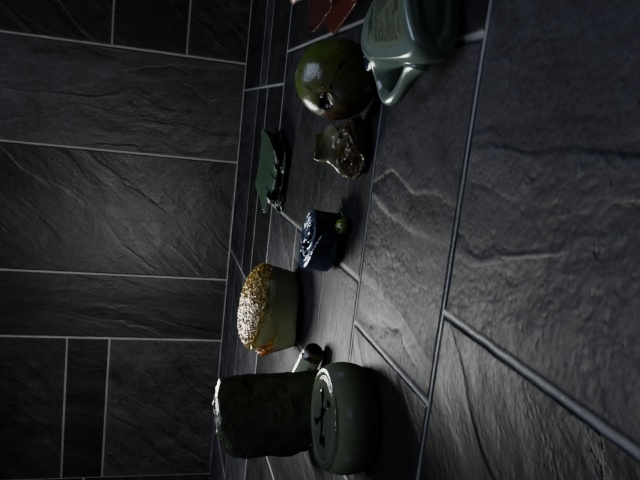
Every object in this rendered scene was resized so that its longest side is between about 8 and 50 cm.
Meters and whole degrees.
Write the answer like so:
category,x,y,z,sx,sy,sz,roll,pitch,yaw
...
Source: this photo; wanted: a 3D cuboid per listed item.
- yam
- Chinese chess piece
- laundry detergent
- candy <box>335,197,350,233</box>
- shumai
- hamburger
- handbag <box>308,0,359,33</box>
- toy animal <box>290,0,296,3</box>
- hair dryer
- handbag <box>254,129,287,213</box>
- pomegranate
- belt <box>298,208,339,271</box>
category,x,y,z,sx,sy,sz,roll,pitch,yaw
yam,-0.107,0.411,1.514,0.195,0.300,0.195,177,90,-83
Chinese chess piece,0.045,0.372,1.327,0.238,0.092,0.238,-177,90,-74
laundry detergent,0.139,-0.354,1.124,0.280,0.105,0.215,144,126,-69
candy,0.053,-0.063,1.530,0.035,0.035,0.123,-24,40,24
shumai,0.040,-0.208,1.433,0.145,0.116,0.145,-176,90,-73
hamburger,-0.168,0.216,1.981,0.276,0.179,0.294,-161,75,-75
handbag,0.028,-0.696,1.628,0.260,0.084,0.275,172,95,-77
toy animal,-0.072,-0.843,2.072,0.089,0.083,0.150,-4,68,33
hair dryer,-0.068,0.398,1.723,0.203,0.128,0.362,-104,31,-52
handbag,-0.175,-0.257,2.320,0.260,0.079,0.247,-113,30,-58
pomegranate,0.031,-0.367,1.393,0.179,0.179,0.210,109,160,-44
belt,0.000,0.000,1.599,0.190,0.082,0.141,121,152,-61
